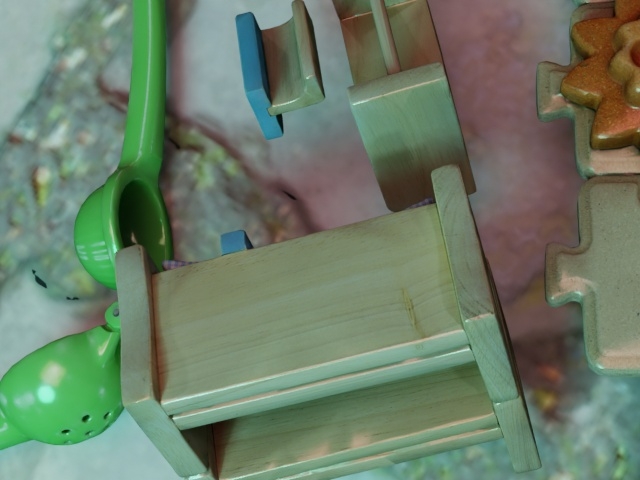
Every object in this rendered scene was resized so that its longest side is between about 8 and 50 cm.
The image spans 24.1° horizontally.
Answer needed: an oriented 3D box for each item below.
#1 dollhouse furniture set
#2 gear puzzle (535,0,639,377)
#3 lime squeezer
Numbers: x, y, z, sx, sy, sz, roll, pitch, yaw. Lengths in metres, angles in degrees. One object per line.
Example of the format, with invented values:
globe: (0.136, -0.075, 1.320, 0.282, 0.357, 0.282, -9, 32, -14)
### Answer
dollhouse furniture set: (0.000, 0.000, 0.594, 0.129, 0.129, 0.183, -14, 54, 7)
gear puzzle: (0.167, -0.024, 0.536, 0.176, 0.044, 0.339, -1, 63, 6)
lime squeezer: (-0.107, 0.015, 0.638, 0.110, 0.059, 0.310, 25, 86, 43)
